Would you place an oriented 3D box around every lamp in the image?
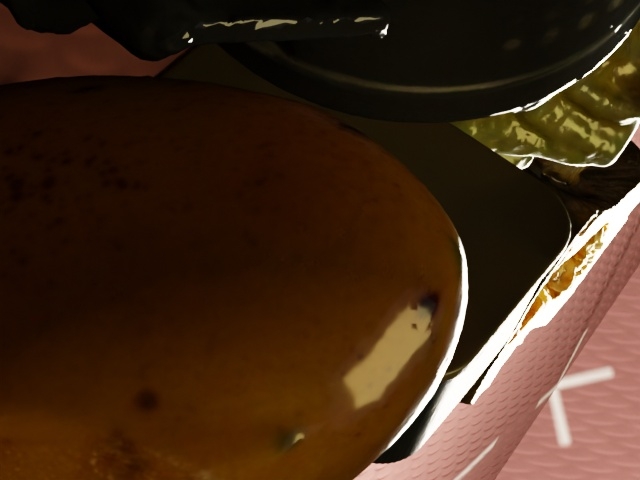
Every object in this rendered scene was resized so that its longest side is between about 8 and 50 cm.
[{"bbox_3d":[0.047,-0.183,0.648,0.374,0.205,0.272,-43,158,-3],"label":"lamp"}]

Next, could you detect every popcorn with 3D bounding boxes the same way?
[{"bbox_3d":[0.088,-0.123,0.976,0.187,0.167,0.185,-27,-139,48],"label":"popcorn"}]

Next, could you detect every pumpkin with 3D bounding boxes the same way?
[{"bbox_3d":[0.145,-0.020,1.348,0.317,0.139,0.222,-31,150,-56],"label":"pumpkin"}]

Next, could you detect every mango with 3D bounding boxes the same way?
[{"bbox_3d":[-0.087,0.032,0.582,0.191,0.290,0.160,-79,148,-51],"label":"mango"}]

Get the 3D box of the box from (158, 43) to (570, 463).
[{"bbox_3d":[0.000,0.000,0.856,0.144,0.201,0.090,-47,164,-38],"label":"box"}]
